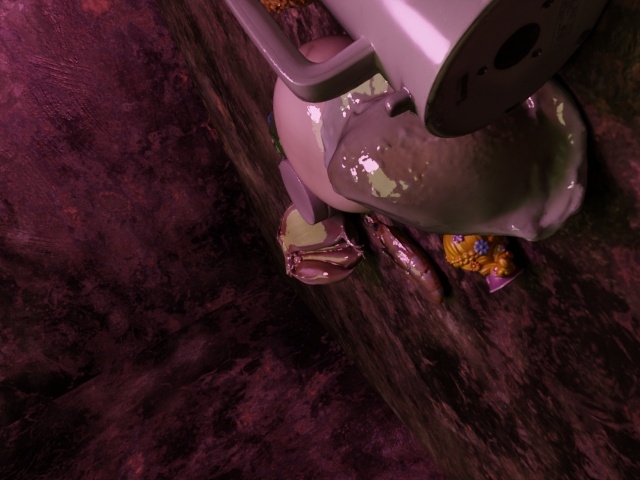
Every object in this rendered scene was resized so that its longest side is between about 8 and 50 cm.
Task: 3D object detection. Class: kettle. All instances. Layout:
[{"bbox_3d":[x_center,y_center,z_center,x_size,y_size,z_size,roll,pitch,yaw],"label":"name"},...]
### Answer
[{"bbox_3d":[0.075,-0.262,0.532,0.265,0.205,0.318,-47,66,30],"label":"kettle"}]

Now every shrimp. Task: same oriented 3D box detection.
[{"bbox_3d":[0.195,0.041,1.195,0.254,0.059,0.145,48,173,29],"label":"shrimp"}]

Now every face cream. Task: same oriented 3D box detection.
[{"bbox_3d":[0.006,-0.146,1.301,0.177,0.153,0.177,56,165,24],"label":"face cream"}]

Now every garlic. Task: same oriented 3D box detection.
[{"bbox_3d":[0.000,0.000,1.483,0.210,0.292,0.237,33,-133,-45],"label":"garlic"}]

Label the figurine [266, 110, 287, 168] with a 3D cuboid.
[{"bbox_3d":[-0.076,-0.246,1.498,0.185,0.127,0.234,58,178,36],"label":"figurine"}]

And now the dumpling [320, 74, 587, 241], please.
[{"bbox_3d":[0.142,-0.106,0.661,0.270,0.320,0.212,93,-172,-53],"label":"dumpling"}]

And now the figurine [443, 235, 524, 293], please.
[{"bbox_3d":[0.241,0.004,0.820,0.156,0.095,0.115,54,178,11],"label":"figurine"}]

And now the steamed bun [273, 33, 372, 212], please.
[{"bbox_3d":[0.037,-0.196,0.942,0.324,0.206,0.324,55,166,21],"label":"steamed bun"}]

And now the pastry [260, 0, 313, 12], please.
[{"bbox_3d":[-0.108,-0.532,0.882,0.311,0.162,0.255,63,170,-3],"label":"pastry"}]
